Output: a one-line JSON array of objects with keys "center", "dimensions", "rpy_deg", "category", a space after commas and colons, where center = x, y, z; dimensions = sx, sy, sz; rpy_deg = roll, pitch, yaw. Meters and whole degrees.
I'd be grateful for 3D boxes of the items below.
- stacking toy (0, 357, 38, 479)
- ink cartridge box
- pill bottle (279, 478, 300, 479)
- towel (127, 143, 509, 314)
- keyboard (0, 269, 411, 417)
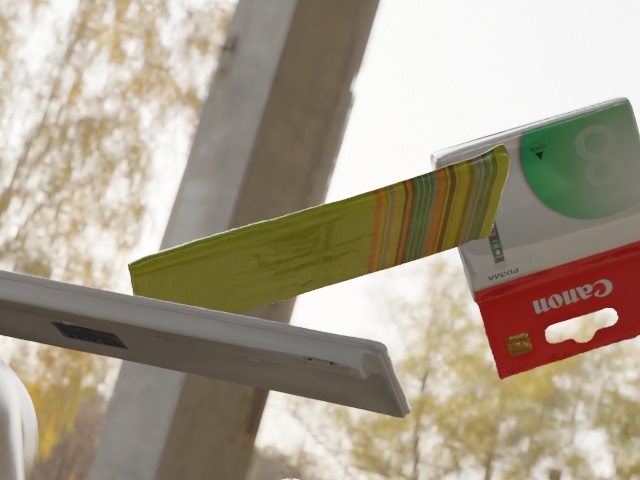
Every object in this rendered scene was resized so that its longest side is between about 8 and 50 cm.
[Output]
[{"center": [-0.389, 0.224, 0.726], "dimensions": [0.479, 0.351, 0.350], "rpy_deg": [1, -10, -15], "category": "stacking toy"}, {"center": [0.216, 0.002, 1.273], "dimensions": [0.181, 0.225, 0.056], "rpy_deg": [-17, 8, 2], "category": "ink cartridge box"}, {"center": [-0.011, 0.376, 1.793], "dimensions": [0.094, 0.094, 0.169], "rpy_deg": [25, 2, -32], "category": "pill bottle"}, {"center": [0.000, 0.000, 0.863], "dimensions": [0.237, 0.021, 0.102], "rpy_deg": [-17, -27, -11], "category": "towel"}, {"center": [-0.092, 0.031, 0.549], "dimensions": [0.256, 0.014, 0.072], "rpy_deg": [10, -18, 16], "category": "keyboard"}]
